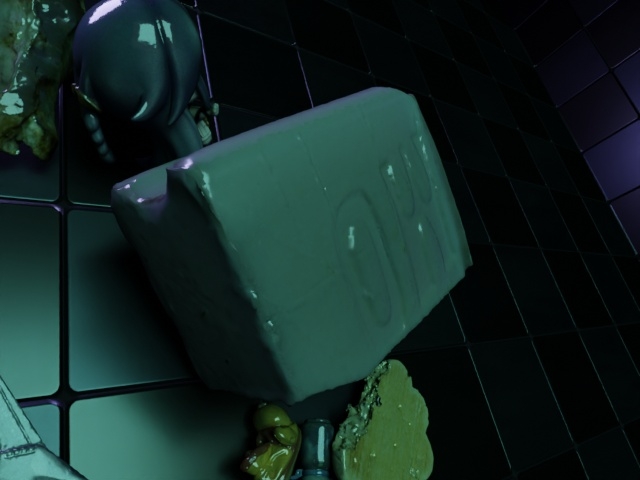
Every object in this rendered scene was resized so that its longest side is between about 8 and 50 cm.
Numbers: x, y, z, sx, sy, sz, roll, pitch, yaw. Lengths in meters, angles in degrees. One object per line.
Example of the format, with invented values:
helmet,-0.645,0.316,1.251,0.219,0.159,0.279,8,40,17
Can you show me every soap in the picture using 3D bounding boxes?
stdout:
soap,0.000,0.000,0.630,0.435,0.212,0.351,-31,108,-43

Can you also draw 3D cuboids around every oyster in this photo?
oyster,-0.402,-0.271,0.603,0.197,0.133,0.337,30,59,-56

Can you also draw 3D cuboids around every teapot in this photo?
teapot,-0.012,0.289,0.623,0.063,0.049,0.083,22,52,-27

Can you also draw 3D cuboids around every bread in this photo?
bread,0.104,0.309,0.688,0.182,0.038,0.251,60,35,-8

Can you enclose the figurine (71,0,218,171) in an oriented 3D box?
figurine,-0.228,-0.196,0.634,0.197,0.175,0.265,-46,136,-53

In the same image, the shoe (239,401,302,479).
shoe,-0.061,0.262,0.585,0.069,0.072,0.109,40,46,-18

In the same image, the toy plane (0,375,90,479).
toy plane,-0.267,0.251,0.428,0.267,0.088,0.212,33,48,-28
